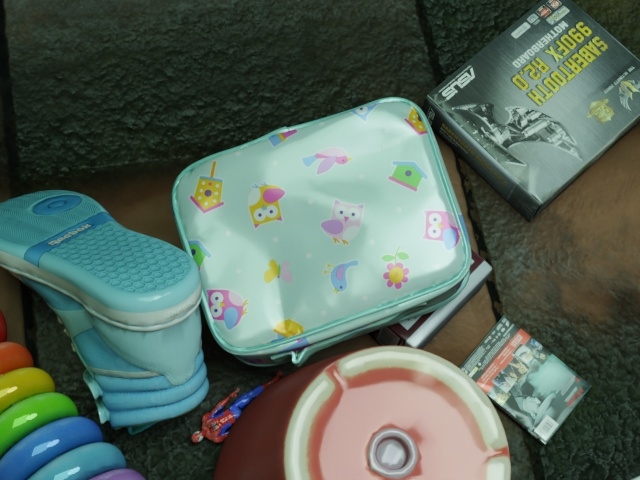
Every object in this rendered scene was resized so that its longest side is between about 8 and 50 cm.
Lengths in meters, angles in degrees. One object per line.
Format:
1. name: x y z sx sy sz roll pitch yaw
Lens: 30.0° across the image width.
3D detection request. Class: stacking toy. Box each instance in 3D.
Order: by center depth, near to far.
1. stacking toy: -0.283 0.177 1.151 0.141 0.141 0.330 -32 69 -18

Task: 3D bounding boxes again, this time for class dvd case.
1. dvd case: 0.216 0.148 1.274 0.119 0.013 0.087 38 69 12

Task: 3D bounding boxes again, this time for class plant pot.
1. plant pot: 0.043 0.217 1.088 0.274 0.243 0.275 3 70 -9

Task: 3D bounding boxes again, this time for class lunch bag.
1. lunch bag: 0.000 0.000 1.185 0.279 0.108 0.224 -19 80 1

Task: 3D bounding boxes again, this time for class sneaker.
1. sneaker: -0.230 0.081 1.204 0.127 0.208 0.319 -26 35 -31

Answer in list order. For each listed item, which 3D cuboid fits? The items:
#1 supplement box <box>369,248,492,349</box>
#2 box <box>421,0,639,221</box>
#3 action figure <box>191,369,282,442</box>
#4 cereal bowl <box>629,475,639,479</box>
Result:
1. supplement box: 0.049 0.004 1.285 0.239 0.073 0.130 43 71 11
2. box: 0.259 -0.160 1.387 0.231 0.056 0.183 -39 76 -19
3. action figure: -0.083 0.174 1.225 0.115 0.030 0.038 -32 78 -15
4. cereal bowl: 0.354 0.387 1.117 0.338 0.141 0.339 2 67 -4
